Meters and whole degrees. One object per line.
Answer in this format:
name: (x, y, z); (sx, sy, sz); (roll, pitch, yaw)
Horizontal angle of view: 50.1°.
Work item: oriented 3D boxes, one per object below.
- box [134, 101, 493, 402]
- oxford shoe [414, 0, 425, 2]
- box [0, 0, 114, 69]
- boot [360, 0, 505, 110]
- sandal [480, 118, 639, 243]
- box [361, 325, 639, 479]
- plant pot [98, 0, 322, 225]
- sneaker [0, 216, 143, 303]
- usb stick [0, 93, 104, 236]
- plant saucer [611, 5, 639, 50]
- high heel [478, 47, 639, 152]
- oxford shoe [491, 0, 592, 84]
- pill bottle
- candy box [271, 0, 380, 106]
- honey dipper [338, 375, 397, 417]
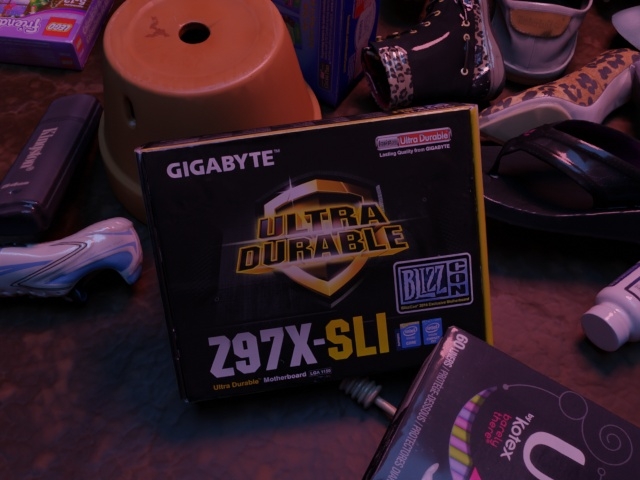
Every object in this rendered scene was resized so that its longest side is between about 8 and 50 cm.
box: (0.000, 0.010, 0.688); (0.322, 0.257, 0.079); (-8, 15, -4)
oxford shoe: (0.099, -0.493, 1.112); (0.130, 0.123, 0.348); (-15, 52, 13)
box: (-0.476, -0.360, 1.040); (0.293, 0.057, 0.201); (6, 57, 4)
boot: (0.138, -0.291, 0.935); (0.179, 0.085, 0.236); (-13, 81, -17)
sandal: (0.349, -0.073, 0.791); (0.446, 0.107, 0.167); (12, 31, 11)
box: (0.181, 0.224, 0.587); (0.270, 0.143, 0.165); (28, 61, 9)
plant pot: (-0.138, -0.174, 0.832); (0.291, 0.203, 0.291); (0, 57, -1)
sneaker: (-0.317, 0.038, 0.769); (0.237, 0.085, 0.086); (-13, 89, 0)
usb stick: (-0.328, -0.101, 0.830); (0.077, 0.045, 0.278); (-2, 38, 0)
plant saucer: (0.511, -0.290, 0.968); (0.195, 0.037, 0.195); (12, 41, -11)
high heel: (0.326, -0.199, 0.936); (0.261, 0.093, 0.186); (-4, 38, 7)
oxford shoe: (0.340, -0.430, 1.046); (0.169, 0.130, 0.449); (9, 56, 8)
pill bottle: (0.346, 0.069, 0.751); (0.120, 0.067, 0.067); (-31, 62, -19)
candy box: (-0.078, -0.368, 0.920); (0.317, 0.268, 0.122); (27, 57, 16)
honey dipper: (0.090, 0.188, 0.698); (0.161, 0.030, 0.030); (36, 63, 17)
